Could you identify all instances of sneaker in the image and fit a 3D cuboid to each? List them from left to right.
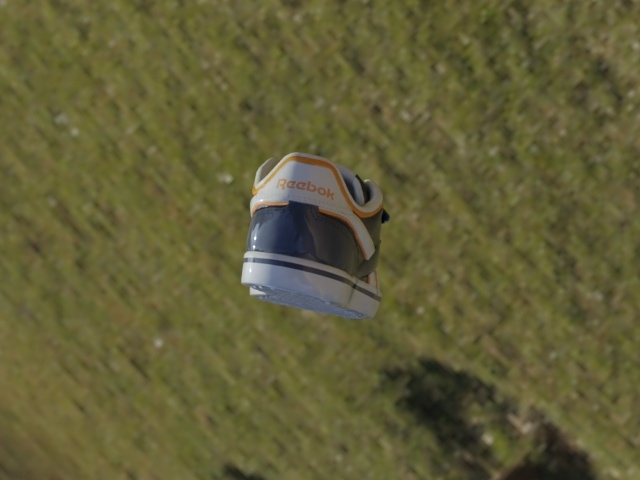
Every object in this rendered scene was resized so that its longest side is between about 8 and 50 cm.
[{"bbox_3d":[0.000,0.000,1.525,0.126,0.128,0.321,10,174,2],"label":"sneaker"}]
